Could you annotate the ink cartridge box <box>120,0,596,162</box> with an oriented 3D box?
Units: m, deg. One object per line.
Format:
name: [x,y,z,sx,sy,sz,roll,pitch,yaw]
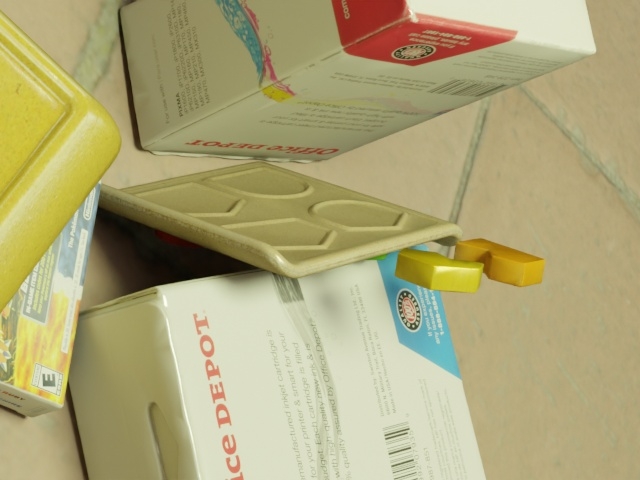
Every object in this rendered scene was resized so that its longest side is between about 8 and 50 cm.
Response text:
ink cartridge box: [0.024,-0.166,1.457,0.226,0.306,0.131,2,75,-46]

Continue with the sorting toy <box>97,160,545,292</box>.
sorting toy: [0.000,0.000,1.404,0.229,0.307,0.041,-9,112,-49]

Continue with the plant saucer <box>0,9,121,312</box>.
plant saucer: [-0.307,-0.079,1.195,0.333,0.081,0.333,43,53,-16]

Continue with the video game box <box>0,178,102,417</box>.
video game box: [-0.249,-0.001,1.306,0.187,0.048,0.205,25,60,-35]

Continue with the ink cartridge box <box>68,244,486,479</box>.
ink cartridge box: [-0.031,0.136,1.428,0.307,0.129,0.223,-8,84,-48]
